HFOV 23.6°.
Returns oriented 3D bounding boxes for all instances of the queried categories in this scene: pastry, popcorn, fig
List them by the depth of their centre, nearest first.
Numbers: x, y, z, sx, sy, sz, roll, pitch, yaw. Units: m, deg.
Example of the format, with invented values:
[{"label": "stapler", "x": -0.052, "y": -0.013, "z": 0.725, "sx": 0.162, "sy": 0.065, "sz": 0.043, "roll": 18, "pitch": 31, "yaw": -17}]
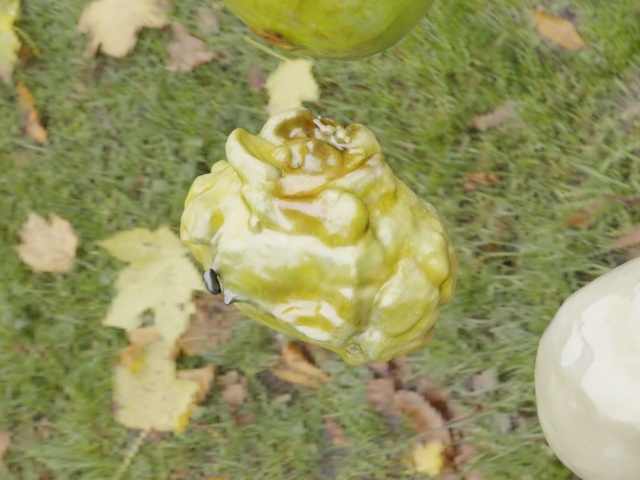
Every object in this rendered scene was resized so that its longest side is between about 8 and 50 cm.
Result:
[{"label": "pastry", "x": 0.169, "y": 0.058, "z": 0.657, "sx": 0.156, "sy": 0.156, "sz": 0.092, "roll": -21, "pitch": 64, "yaw": 18}, {"label": "popcorn", "x": 0.000, "y": 0.000, "z": 1.525, "sx": 0.286, "sy": 0.252, "sz": 0.215, "roll": 19, "pitch": 60, "yaw": 7}, {"label": "fig", "x": 0.026, "y": -0.345, "z": 1.564, "sx": 0.258, "sy": 0.258, "sz": 0.326, "roll": 34, "pitch": 97, "yaw": 19}]
